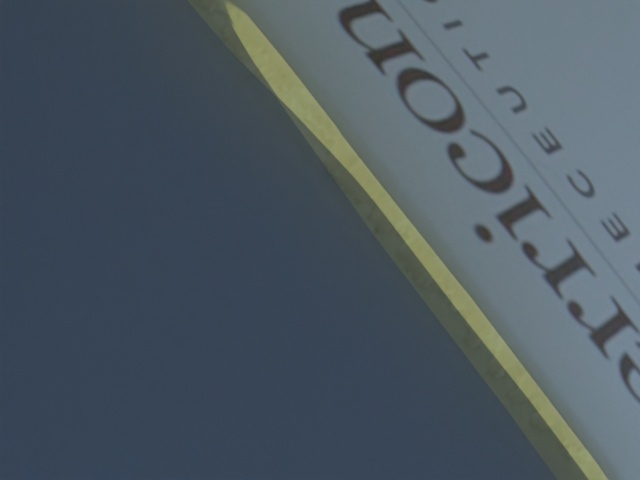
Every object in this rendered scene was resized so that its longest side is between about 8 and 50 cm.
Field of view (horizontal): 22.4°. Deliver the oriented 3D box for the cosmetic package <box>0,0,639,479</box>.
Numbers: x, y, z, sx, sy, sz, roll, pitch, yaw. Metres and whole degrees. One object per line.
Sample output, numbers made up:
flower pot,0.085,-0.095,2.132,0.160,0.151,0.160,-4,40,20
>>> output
cosmetic package,0.000,0.000,0.570,0.329,0.327,0.393,52,38,9
